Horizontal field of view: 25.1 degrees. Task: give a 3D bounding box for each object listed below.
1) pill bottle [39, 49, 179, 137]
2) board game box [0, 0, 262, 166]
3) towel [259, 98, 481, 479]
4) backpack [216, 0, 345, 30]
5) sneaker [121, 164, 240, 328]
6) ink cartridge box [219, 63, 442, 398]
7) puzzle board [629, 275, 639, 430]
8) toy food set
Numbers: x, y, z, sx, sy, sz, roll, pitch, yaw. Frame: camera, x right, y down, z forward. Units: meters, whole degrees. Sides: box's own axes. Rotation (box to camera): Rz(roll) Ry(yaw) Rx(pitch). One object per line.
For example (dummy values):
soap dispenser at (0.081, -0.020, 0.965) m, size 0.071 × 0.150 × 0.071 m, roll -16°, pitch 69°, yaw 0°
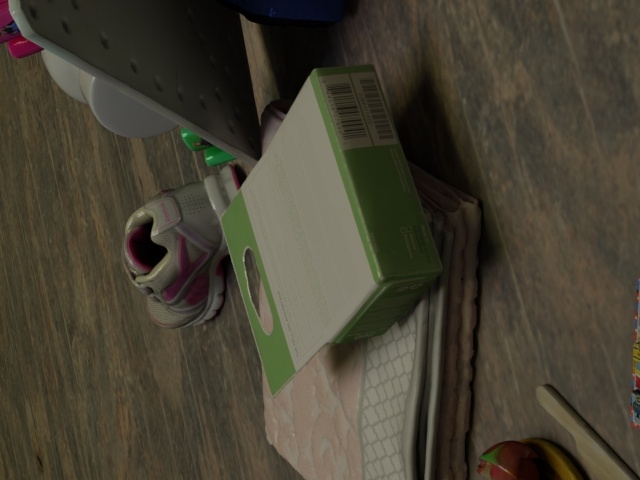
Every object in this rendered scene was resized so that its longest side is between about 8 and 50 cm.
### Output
pill bottle at (-0.220, -0.240, 1.475) m, size 0.301 × 0.169 × 0.169 m, roll -122°, pitch 33°, yaw -42°
board game box at (-0.176, -0.280, 1.170) m, size 0.390 × 0.050 × 0.390 m, roll 28°, pitch -131°, yaw -66°
towel at (0.025, 0.078, 1.186) m, size 0.317 × 0.053 × 0.332 m, roll -144°, pitch 51°, yaw -58°
backpack at (-0.035, -0.223, 1.157) m, size 0.120 × 0.098 × 0.101 m, roll -136°, pitch 47°, yaw -55°
sneaker at (-0.157, 0.013, 1.492) m, size 0.252 × 0.111 × 0.103 m, roll 115°, pitch 139°, yaw -52°
ink cartridge box at (0.000, 0.000, 1.092) m, size 0.235 × 0.056 × 0.171 m, roll 126°, pitch 131°, yaw -57°
puzzle board at (0.215, 0.082, 0.812) m, size 0.128 × 0.011 × 0.096 m, roll 28°, pitch 123°, yaw 60°
toy food set at (0.128, 0.206, 0.974) m, size 0.128 × 0.071 × 0.218 m, roll -124°, pitch 34°, yaw -44°
